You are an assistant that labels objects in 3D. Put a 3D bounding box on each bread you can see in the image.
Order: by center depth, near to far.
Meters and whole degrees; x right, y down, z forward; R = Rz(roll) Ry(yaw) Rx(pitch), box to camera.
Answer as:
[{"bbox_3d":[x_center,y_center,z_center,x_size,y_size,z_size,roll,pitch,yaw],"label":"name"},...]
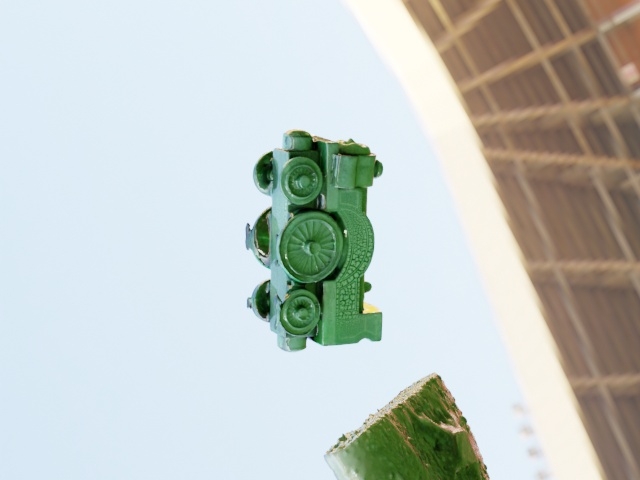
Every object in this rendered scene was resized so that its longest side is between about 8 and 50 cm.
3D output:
[{"bbox_3d":[0.065,0.134,0.934,0.112,0.036,0.193,60,-163,4],"label":"bread"}]

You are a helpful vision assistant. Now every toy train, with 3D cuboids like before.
[{"bbox_3d":[0.000,0.000,1.394,0.104,0.071,0.178,-3,-79,-24],"label":"toy train"}]
